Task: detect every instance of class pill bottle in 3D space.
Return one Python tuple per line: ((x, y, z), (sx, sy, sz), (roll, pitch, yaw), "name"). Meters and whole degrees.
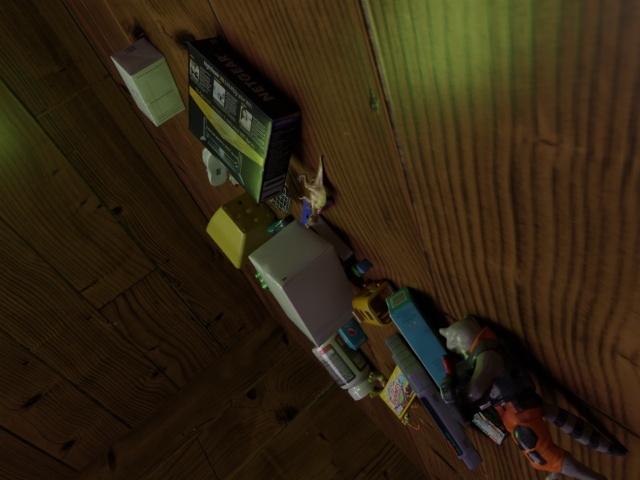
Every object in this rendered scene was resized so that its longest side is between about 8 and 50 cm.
((0.109, 0.533, 1.883), (0.283, 0.161, 0.161), (51, 164, 4), "pill bottle")

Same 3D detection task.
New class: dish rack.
((-0.161, -0.206, 1.222), (0.271, 0.074, 0.208), (49, 165, 6), "dish rack")

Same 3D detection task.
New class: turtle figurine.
((0.280, 0.545, 1.579), (0.217, 0.087, 0.270), (14, 128, 42), "turtle figurine")

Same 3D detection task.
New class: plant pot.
((-0.282, -0.062, 1.639), (0.212, 0.212, 0.187), (48, 151, 13), "plant pot")

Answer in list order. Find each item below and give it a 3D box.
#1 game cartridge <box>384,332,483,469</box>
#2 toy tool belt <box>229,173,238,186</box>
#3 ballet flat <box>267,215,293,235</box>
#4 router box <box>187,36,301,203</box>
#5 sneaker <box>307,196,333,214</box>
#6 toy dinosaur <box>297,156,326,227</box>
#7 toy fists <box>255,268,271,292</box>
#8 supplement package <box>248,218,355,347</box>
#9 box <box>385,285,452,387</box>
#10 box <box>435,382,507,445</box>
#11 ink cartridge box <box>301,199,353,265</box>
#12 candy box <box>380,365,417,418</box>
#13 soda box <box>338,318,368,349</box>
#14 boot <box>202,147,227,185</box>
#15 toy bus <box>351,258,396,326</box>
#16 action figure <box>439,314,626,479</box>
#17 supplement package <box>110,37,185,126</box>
((0.314, 0.451, 1.238), (0.355, 0.068, 0.230), (56, -176, -14), "game cartridge")
((-0.315, -0.239, 1.622), (0.083, 0.052, 0.051), (114, 155, -68), "toy tool belt")
((-0.132, -0.036, 1.500), (0.074, 0.074, 0.203), (54, 160, -8), "ballet flat")
((-0.191, -0.275, 1.009), (0.309, 0.081, 0.243), (46, 144, 20), "router box")
((-0.006, -0.095, 1.088), (0.057, 0.047, 0.119), (64, 162, -1), "sneaker")
((-0.011, -0.123, 1.017), (0.092, 0.053, 0.183), (44, 134, 45), "toy dinosaur")
((-0.238, 0.143, 1.994), (0.142, 0.096, 0.279), (57, -174, -31), "toy fists")
((-0.035, 0.122, 1.221), (0.177, 0.175, 0.293), (37, 160, 43), "supplement package")
((0.242, 0.231, 0.999), (0.244, 0.060, 0.100), (55, -169, -10), "box")
((0.386, 0.419, 1.114), (0.207, 0.036, 0.114), (40, 160, 36), "box")
((0.000, 0.000, 1.261), (0.208, 0.045, 0.206), (50, 165, 11), "ink cartridge box")
((0.272, 0.503, 1.466), (0.105, 0.027, 0.206), (46, 137, 34), "candy box")
((0.085, 0.307, 1.639), (0.210, 0.067, 0.071), (55, 164, -6), "soda box")
((-0.387, -0.310, 1.575), (0.123, 0.095, 0.258), (64, 155, 15), "boot")
((0.135, 0.169, 1.143), (0.191, 0.104, 0.202), (38, 159, 40), "toy bus")
((0.353, 0.281, 0.808), (0.330, 0.178, 0.341), (53, -165, 17), "action figure")
((-0.605, -0.556, 1.553), (0.134, 0.139, 0.244), (44, 162, 20), "supplement package")
